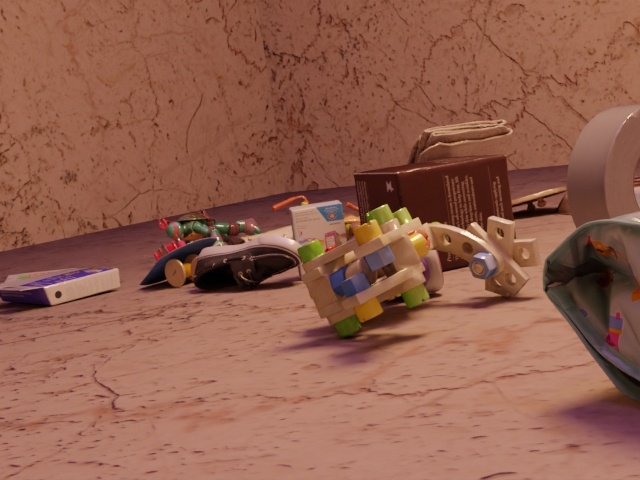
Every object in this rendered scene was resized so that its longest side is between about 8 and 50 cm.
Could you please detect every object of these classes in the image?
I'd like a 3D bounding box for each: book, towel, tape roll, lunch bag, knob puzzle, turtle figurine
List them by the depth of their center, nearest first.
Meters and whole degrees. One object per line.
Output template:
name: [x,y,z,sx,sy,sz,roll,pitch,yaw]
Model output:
lunch bag: [0.333,0.037,0.842,0.223,0.160,0.262,-12,13,-27]
tape roll: [0.440,-0.077,1.476,0.219,0.219,0.072,-12,8,-30]
towel: [0.231,-0.094,1.954,0.187,0.282,0.049,-10,48,-22]
turtle figurine: [0.051,-0.029,2.197,0.269,0.087,0.217,7,6,-36]
book: [-0.588,0.089,2.285,0.144,0.035,0.096,-8,10,-8]
knob puzzle: [0.448,-0.079,2.329,0.213,0.030,0.213,-15,-3,-1]
turtle figurine: [-0.256,-0.006,2.348,0.234,0.118,0.175,-6,3,-40]

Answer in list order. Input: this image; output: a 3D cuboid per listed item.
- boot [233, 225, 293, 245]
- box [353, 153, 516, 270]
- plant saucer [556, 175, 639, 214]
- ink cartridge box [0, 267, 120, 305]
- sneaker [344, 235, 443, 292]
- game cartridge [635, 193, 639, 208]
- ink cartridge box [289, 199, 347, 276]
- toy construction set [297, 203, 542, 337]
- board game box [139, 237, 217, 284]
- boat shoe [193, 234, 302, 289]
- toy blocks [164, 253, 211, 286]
boot: [-0.062,0.009,2.066,0.165,0.077,0.213,-11,1,-31]
box: [0.187,-0.044,1.764,0.203,0.169,0.167,-10,7,-21]
plant saucer: [0.647,-0.101,2.264,0.310,0.050,0.310,-8,7,1]
ink cartridge box: [-0.522,0.091,2.066,0.208,0.045,0.206,-12,7,-41]
sneaker: [0.073,0.038,1.549,0.104,0.095,0.236,-19,11,-24]
game cartridge: [0.617,-0.051,1.800,0.198,0.062,0.297,-3,7,9]
ink cartridge box: [0.000,0.000,1.839,0.088,0.123,0.052,-9,10,-5]
toy construction set: [0.108,0.021,1.325,0.327,0.151,0.215,-6,-16,-42]
board game box: [-0.272,0.026,2.031,0.133,0.033,0.168,-21,-15,-37]
boat shoe: [-0.126,0.047,1.819,0.228,0.076,0.080,-5,-37,34]
toy blocks: [-0.194,0.045,2.004,0.123,0.054,0.148,-4,7,39]
